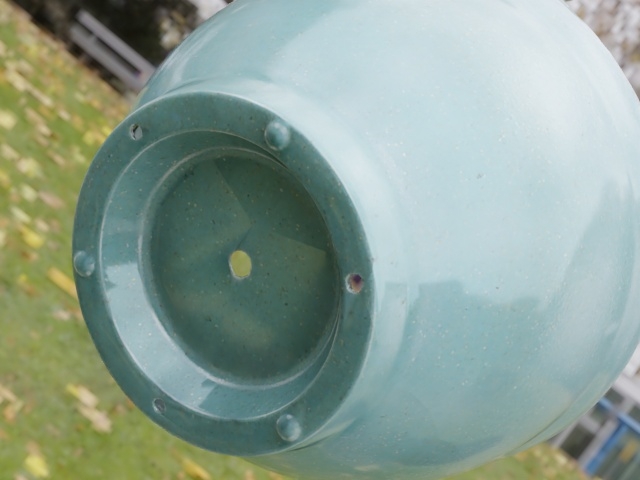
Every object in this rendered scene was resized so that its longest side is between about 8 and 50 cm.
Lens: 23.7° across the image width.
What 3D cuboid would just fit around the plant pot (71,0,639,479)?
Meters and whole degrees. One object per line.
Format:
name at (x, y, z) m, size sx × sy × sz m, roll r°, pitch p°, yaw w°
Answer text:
plant pot at (0.000, 0.000, 0.773) m, size 0.293 × 0.293 × 0.196 m, roll 37°, pitch 27°, yaw 22°

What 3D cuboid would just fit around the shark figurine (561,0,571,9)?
shark figurine at (0.150, -0.081, 0.994) m, size 0.116 × 0.166 × 0.278 m, roll 95°, pitch -26°, yaw -67°
